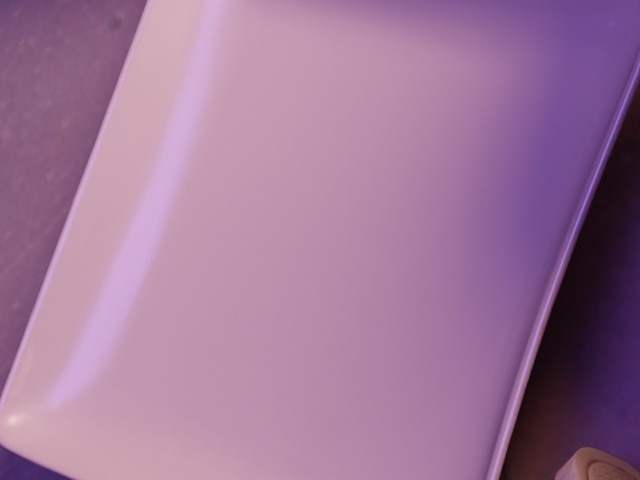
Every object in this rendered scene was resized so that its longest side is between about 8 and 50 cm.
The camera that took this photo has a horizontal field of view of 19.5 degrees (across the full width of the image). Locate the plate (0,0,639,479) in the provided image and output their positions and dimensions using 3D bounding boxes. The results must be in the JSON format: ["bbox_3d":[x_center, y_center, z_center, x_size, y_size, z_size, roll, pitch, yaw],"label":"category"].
[{"bbox_3d":[0.000,0.000,0.805,0.277,0.045,0.278,17,86,41],"label":"plate"}]

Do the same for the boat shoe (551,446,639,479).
[{"bbox_3d":[0.107,0.183,0.644,0.079,0.084,0.233,-40,37,25],"label":"boat shoe"}]
